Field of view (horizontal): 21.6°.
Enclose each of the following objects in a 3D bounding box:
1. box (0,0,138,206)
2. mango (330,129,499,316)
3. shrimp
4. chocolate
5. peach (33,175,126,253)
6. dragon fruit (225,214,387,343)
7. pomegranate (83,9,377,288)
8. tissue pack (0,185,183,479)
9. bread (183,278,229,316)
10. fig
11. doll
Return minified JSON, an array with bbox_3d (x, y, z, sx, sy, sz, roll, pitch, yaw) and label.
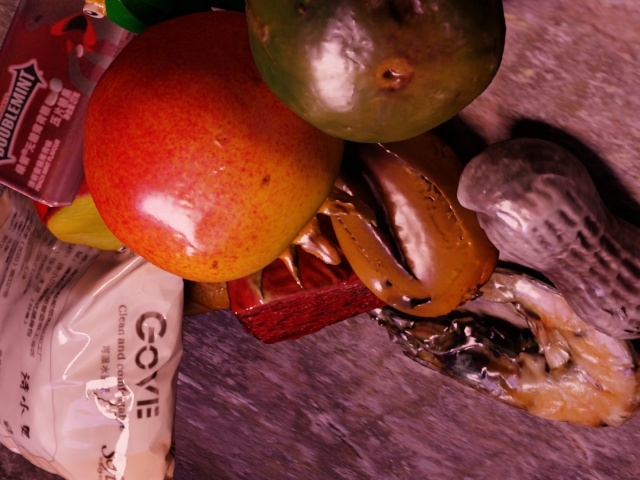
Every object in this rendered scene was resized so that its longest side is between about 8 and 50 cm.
[{"bbox_3d":[-0.252,-0.154,1.595,0.120,0.224,0.069,27,-171,11],"label":"box"},{"bbox_3d":[0.062,-0.042,1.529,0.249,0.151,0.156,47,132,-11],"label":"mango"},{"bbox_3d":[0.185,0.091,1.792,0.365,0.071,0.233,19,145,33],"label":"shrimp"},{"bbox_3d":[0.224,-0.004,1.478,0.248,0.110,0.110,39,157,-27],"label":"chocolate"},{"bbox_3d":[-0.195,-0.096,1.693,0.154,0.159,0.267,1,164,-39],"label":"peach"},{"bbox_3d":[0.000,0.000,1.735,0.205,0.152,0.317,-15,169,0],"label":"dragon fruit"},{"bbox_3d":[-0.072,-0.066,1.383,0.256,0.221,0.221,32,158,-12],"label":"pomegranate"},{"bbox_3d":[-0.291,0.101,2.008,0.195,0.376,0.390,-4,-167,-32],"label":"tissue pack"},{"bbox_3d":[-0.141,0.035,2.046,0.139,0.077,0.271,43,156,-16],"label":"bread"},{"bbox_3d":[0.025,-0.187,1.270,0.245,0.195,0.195,56,179,42],"label":"fig"},{"bbox_3d":[-0.145,-0.230,1.453,0.134,0.106,0.186,22,167,-38],"label":"doll"}]
